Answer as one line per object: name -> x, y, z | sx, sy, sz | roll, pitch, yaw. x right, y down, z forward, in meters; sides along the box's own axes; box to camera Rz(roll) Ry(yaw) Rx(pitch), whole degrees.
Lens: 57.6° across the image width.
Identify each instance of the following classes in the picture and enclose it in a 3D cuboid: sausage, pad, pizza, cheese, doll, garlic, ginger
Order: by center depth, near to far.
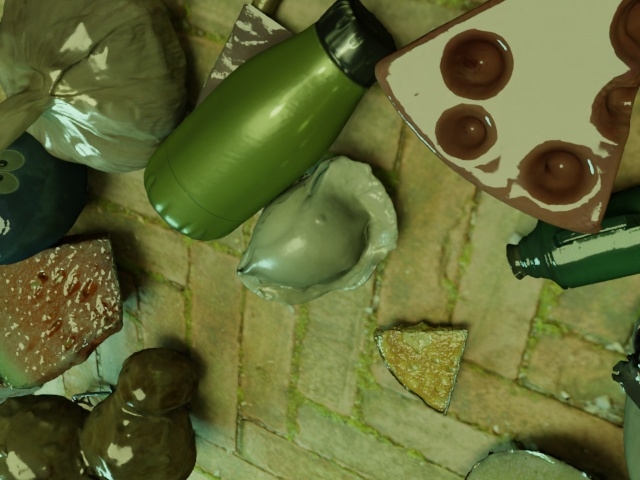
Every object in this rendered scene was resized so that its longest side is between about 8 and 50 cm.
cheese -> 0.176, -0.104, 0.434 | 0.203, 0.128, 0.177 | -20, 106, 28
sausage -> -0.067, -0.201, 0.562 | 0.024, 0.024, 0.132 | 39, 124, 5
garlic -> -0.249, -0.152, 0.566 | 0.218, 0.212, 0.219 | 12, 125, 18
pad -> -0.069, -0.129, 0.592 | 0.113, 0.006, 0.188 | 33, 125, -8
pizza -> 0.123, 0.125, 0.626 | 0.123, 0.026, 0.108 | 49, 122, 1
doll -> -0.401, -0.053, 0.714 | 0.258, 0.228, 0.154 | -7, 155, 42
ginger -> -0.288, 0.274, 0.807 | 0.304, 0.155, 0.244 | -25, 112, 2

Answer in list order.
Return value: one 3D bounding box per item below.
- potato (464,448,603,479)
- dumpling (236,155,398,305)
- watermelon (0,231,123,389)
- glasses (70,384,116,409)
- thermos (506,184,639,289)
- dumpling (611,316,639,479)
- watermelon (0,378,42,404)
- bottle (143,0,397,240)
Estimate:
potato -> 0.251, 0.313, 0.595 | 0.202, 0.117, 0.182 | -14, 64, 56
dumpling -> 0.000, 0.000, 0.586 | 0.127, 0.108, 0.188 | 35, 114, -27
watermelon -> -0.344, 0.072, 0.787 | 0.256, 0.140, 0.193 | -23, 98, 23
glasses -> -0.320, 0.269, 0.920 | 0.140, 0.062, 0.104 | 43, 103, 2
thermos -> 0.245, -0.003, 0.468 | 0.187, 0.083, 0.073 | -20, 107, 34
dumpling -> 0.354, 0.184, 0.462 | 0.204, 0.163, 0.293 | -8, 98, 34
watermelon -> -0.554, 0.173, 0.939 | 0.231, 0.193, 0.310 | 19, 109, 40
bottle -> -0.048, -0.106, 0.531 | 0.260, 0.112, 0.112 | -36, 95, 29
